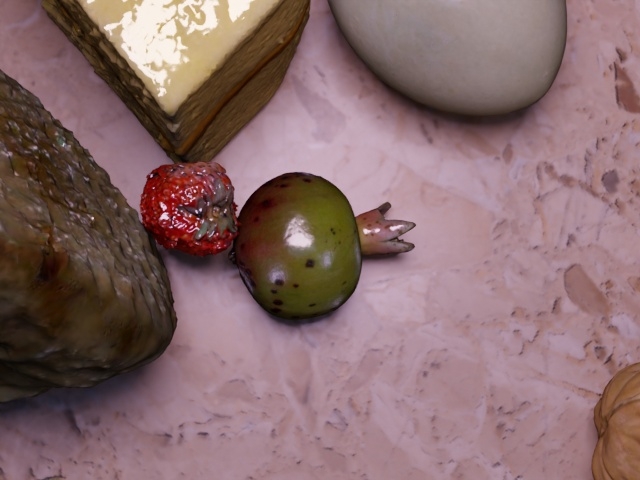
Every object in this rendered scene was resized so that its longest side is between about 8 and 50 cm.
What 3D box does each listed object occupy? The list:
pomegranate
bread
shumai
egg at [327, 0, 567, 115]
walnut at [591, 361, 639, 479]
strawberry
[{"bbox_3d":[-0.004,-0.006,0.982,0.159,0.129,0.129,-37,86,-16],"label":"pomegranate"},{"bbox_3d":[-0.135,-0.219,0.934,0.236,0.263,0.198,43,82,4],"label":"bread"},{"bbox_3d":[-0.336,0.026,0.876,0.323,0.397,0.324,-40,46,11],"label":"shumai"},{"bbox_3d":[0.107,-0.217,0.974,0.186,0.186,0.253,-40,84,-5],"label":"egg"},{"bbox_3d":[0.327,0.177,0.957,0.184,0.155,0.155,10,84,-2],"label":"walnut"},{"bbox_3d":[-0.112,-0.029,0.937,0.083,0.096,0.083,-12,111,-34],"label":"strawberry"}]
